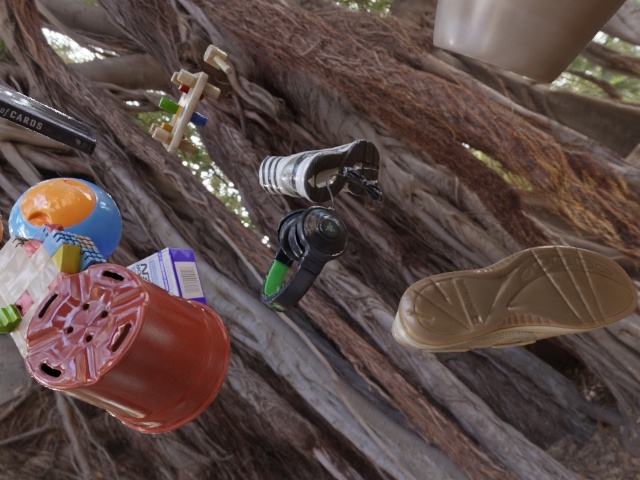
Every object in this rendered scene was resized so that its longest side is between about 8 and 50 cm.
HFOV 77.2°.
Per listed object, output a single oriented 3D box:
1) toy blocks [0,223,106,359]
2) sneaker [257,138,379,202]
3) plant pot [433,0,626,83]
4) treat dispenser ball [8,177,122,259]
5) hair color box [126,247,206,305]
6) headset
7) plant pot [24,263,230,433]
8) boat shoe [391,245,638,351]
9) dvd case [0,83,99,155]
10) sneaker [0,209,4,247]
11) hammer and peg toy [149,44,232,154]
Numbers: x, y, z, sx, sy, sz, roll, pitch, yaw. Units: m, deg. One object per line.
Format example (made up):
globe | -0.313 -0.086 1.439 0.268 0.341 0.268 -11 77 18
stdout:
toy blocks | -0.646 0.095 0.973 0.261 0.381 0.190 -49 -21 4
sneaker | -0.010 -0.218 1.185 0.447 0.257 0.169 -20 -63 -54
plant pot | 0.301 -0.385 0.548 0.323 0.323 0.281 -22 -43 -49
treat dispenser ball | -0.755 -0.043 1.206 0.288 0.288 0.288 -41 -25 -24
hair color box | -0.504 0.165 1.154 0.338 0.185 0.110 -23 -13 23
headset | 0.000 0.000 0.971 0.394 0.185 0.243 -62 18 -9
plant pot | -0.338 0.186 0.723 0.272 0.272 0.265 -45 -28 -15
boat shoe | 0.270 0.090 0.578 0.340 0.122 0.110 -6 -27 -5
dvd case | -0.475 -0.209 0.624 0.238 0.179 0.030 24 -83 -32
sneaker | -0.511 -0.062 0.398 0.124 0.180 0.321 -35 -32 20
hammer and peg toy | -0.409 -0.452 1.253 0.127 0.266 0.361 22 -81 -31
